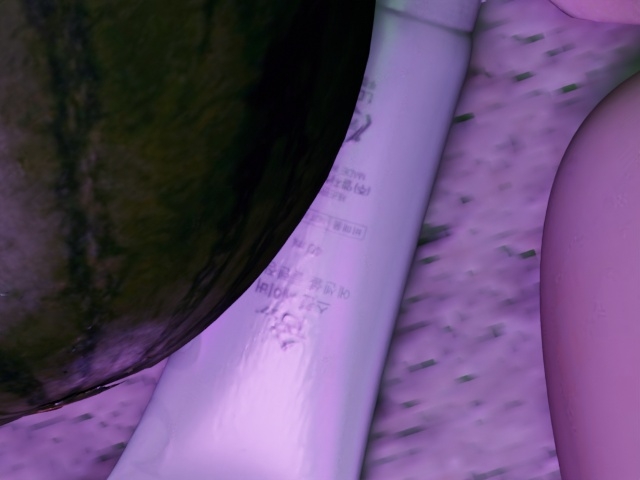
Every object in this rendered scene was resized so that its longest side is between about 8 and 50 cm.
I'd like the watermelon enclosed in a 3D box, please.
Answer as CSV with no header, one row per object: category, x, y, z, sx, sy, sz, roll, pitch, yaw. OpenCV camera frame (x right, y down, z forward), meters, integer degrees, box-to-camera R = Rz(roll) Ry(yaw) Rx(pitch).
watermelon,-0.106,-0.071,0.455,0.242,0.242,0.242,0,89,6

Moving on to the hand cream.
hand cream,0.000,0.000,0.538,0.078,0.050,0.204,19,95,3

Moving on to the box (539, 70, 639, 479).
box,0.135,0.042,0.500,0.146,0.088,0.200,-10,87,7

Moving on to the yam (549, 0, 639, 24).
yam,0.091,-0.209,0.524,0.066,0.066,0.299,2,88,6
